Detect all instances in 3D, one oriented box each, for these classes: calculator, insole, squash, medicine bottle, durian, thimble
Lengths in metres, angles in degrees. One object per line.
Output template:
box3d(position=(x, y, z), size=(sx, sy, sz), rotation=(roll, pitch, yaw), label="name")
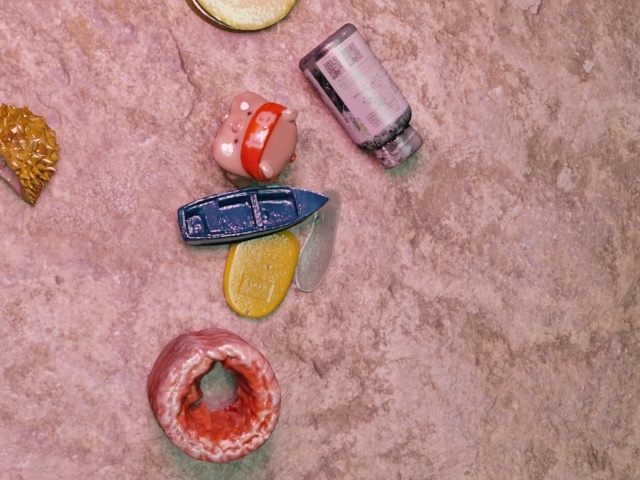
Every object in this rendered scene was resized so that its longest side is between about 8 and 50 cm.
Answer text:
box3d(position=(-0.118, 0.042, 1.279), size=(0.146, 0.032, 0.235), rotation=(19, 82, -21), label="calculator")
box3d(position=(0.000, 0.000, 1.340), size=(0.080, 0.003, 0.232), rotation=(18, 84, -21), label="insole")
box3d(position=(-0.164, -0.539, 1.253), size=(0.252, 0.049, 0.252), rotation=(-1, 93, -22), label="squash")
box3d(position=(0.093, -0.291, 1.300), size=(0.141, 0.141, 0.293), rotation=(-42, 104, -16), label="medicine bottle")
box3d(position=(-0.541, -0.163, 1.077), size=(0.132, 0.165, 0.182), rotation=(-32, 78, 13), label="durian")
box3d(position=(-0.204, 0.287, 1.183), size=(0.239, 0.162, 0.239), rotation=(-1, 93, -19), label="thimble")

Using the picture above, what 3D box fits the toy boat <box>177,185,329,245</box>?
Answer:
box3d(position=(-0.128, -0.050, 1.233), size=(0.299, 0.062, 0.096), rotation=(-11, 68, -13), label="toy boat")

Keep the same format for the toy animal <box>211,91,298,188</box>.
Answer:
box3d(position=(-0.127, -0.185, 1.185), size=(0.171, 0.197, 0.171), rotation=(0, 89, -26), label="toy animal")
